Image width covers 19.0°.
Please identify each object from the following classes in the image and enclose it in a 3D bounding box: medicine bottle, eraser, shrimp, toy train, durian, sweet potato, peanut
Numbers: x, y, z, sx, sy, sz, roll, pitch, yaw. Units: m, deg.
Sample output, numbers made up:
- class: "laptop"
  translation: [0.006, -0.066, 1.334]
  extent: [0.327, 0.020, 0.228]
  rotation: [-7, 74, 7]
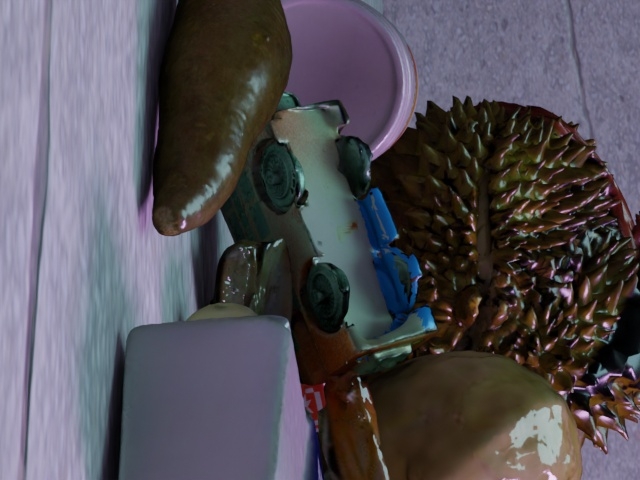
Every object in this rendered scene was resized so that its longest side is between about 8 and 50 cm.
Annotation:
- class: "medicine bottle"
  translation: [0.004, -0.115, 1.398]
  extent: [0.249, 0.133, 0.133]
  rotation: [-32, 118, -84]
- class: "eraser"
  translation: [-0.037, 0.179, 0.944]
  extent: [0.287, 0.086, 0.130]
  rotation: [81, 7, -45]
- class: "shrimp"
  translation: [-0.009, 0.127, 1.132]
  extent: [0.173, 0.058, 0.253]
  rotation: [18, -63, 55]
- class: "toy train"
  translation: [0.000, 0.000, 1.195]
  extent: [0.099, 0.072, 0.188]
  rotation: [-46, -117, 56]
- class: "durian"
  translation: [0.141, 0.048, 1.670]
  extent: [0.384, 0.347, 0.348]
  rotation: [6, 80, -83]
- class: "sweet potato"
  translation: [-0.051, -0.086, 1.048]
  extent: [0.244, 0.077, 0.077]
  rotation: [-90, 174, -50]
- class: "peanut"
  translation: [0.069, 0.187, 1.276]
  extent: [0.387, 0.192, 0.170]
  rotation: [115, -43, -65]

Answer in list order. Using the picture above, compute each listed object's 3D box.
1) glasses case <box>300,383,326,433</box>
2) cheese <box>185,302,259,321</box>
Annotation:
- class: "glasses case"
  translation: [-0.007, 0.167, 1.529]
  extent: [0.073, 0.049, 0.195]
  rotation: [-85, 171, -68]
- class: "cheese"
  translation: [-0.043, 0.168, 1.084]
  extent: [0.127, 0.050, 0.255]
  rotation: [-87, 172, -62]
